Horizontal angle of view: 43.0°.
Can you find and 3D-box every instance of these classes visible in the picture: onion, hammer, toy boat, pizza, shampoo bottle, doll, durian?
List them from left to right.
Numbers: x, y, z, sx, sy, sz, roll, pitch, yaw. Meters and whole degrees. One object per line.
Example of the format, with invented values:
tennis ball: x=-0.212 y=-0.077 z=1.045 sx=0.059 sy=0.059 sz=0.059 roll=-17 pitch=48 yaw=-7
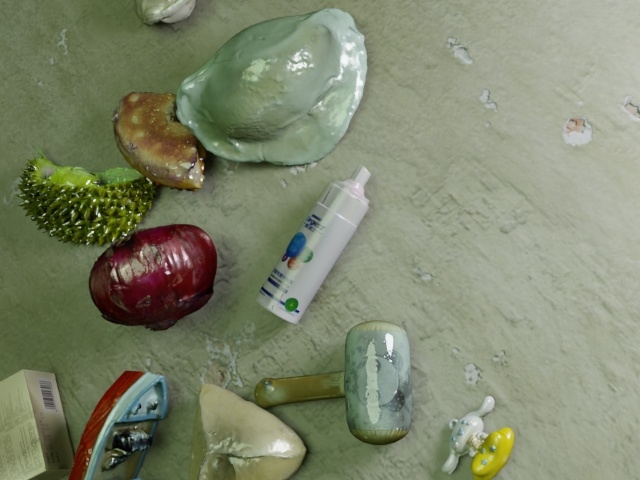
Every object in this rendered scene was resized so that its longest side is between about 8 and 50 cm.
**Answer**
durian: x=-0.503 y=-0.091 z=1.704 sx=0.355 sy=0.157 sz=0.169 roll=11 pitch=46 yaw=24
toy boat: x=-0.354 y=0.394 z=1.473 sx=0.133 sy=0.145 sz=0.332 roll=19 pitch=91 yaw=26
onion: x=-0.304 y=0.071 z=1.488 sx=0.246 sy=0.246 sz=0.190 roll=-22 pitch=79 yaw=17
pizza: x=-0.318 y=-0.197 z=1.634 sx=0.161 sy=0.085 sz=0.305 roll=-36 pitch=56 yaw=-13
shampoo bottle: x=0.000 y=0.000 z=1.448 sx=0.092 sy=0.092 sz=0.303 roll=34 pitch=92 yaw=27
hammer: x=0.012 y=0.247 z=1.386 sx=0.305 sy=0.113 sz=0.202 roll=-9 pitch=70 yaw=30
doll: x=0.252 y=0.312 z=1.283 sx=0.113 sy=0.071 sz=0.135 roll=2 pitch=71 yaw=43

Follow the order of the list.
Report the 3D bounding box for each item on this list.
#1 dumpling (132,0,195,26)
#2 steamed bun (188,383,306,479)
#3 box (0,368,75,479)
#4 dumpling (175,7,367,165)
dumpling: x=-0.334 y=-0.513 z=1.715 sx=0.199 sy=0.118 sz=0.136 roll=19 pitch=83 yaw=48
steamed bun: x=-0.160 y=0.386 z=1.412 sx=0.231 sy=0.110 sz=0.212 roll=22 pitch=89 yaw=28
box: x=-0.597 y=0.387 z=1.611 sx=0.168 sy=0.095 sz=0.212 roll=-27 pitch=67 yaw=14
dumpling: x=-0.096 y=-0.287 z=1.499 sx=0.320 sy=0.212 sz=0.270 roll=-15 pitch=74 yaw=31
